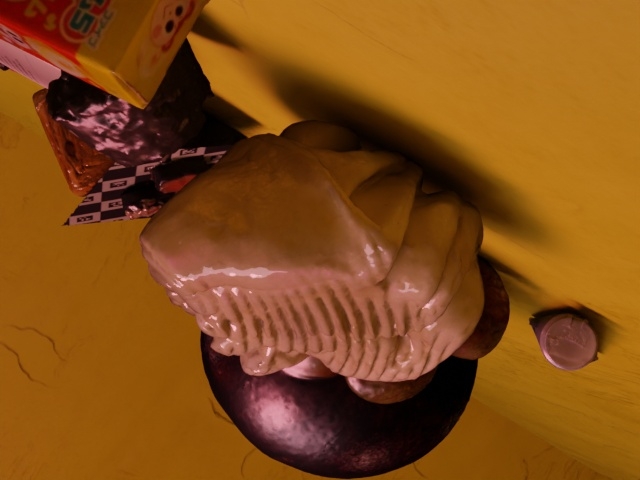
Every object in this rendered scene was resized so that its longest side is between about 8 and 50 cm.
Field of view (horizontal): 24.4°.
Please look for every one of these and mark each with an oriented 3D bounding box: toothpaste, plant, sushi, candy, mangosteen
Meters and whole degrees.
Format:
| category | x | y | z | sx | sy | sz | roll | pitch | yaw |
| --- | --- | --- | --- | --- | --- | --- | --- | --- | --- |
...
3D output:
| category | x | y | z | sx | sy | sz | roll | pitch | yaw |
| --- | --- | --- | --- | --- | --- | --- | --- | --- | --- |
| toothpaste | 0.330 | 0.135 | 1.988 | 0.114 | 0.073 | 0.299 | 29 | -179 | 8 |
| plant | -0.222 | -0.195 | 1.455 | 0.146 | 0.149 | 0.274 | -17 | 138 | 13 |
| sushi | -0.205 | -0.052 | 1.924 | 0.193 | 0.043 | 0.279 | -6 | 165 | -27 |
| candy | -0.235 | -0.237 | 1.272 | 0.276 | 0.146 | 0.088 | 29 | 173 | 20 |
| mangosteen | 0.047 | 0.114 | 1.976 | 0.382 | 0.382 | 0.435 | 30 | 134 | -4 |

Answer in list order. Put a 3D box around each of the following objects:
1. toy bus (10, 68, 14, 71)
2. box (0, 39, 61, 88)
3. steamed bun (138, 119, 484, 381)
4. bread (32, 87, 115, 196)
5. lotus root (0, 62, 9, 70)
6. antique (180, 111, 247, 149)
| category | x | y | z | sx | sy | sz | roll | pitch | yaw |
| --- | --- | --- | --- | --- | --- | --- | --- | --- | --- |
| toy bus | -0.464 | -0.291 | 2.104 | 0.174 | 0.079 | 0.077 | 25 | -179 | 35 |
| box | -0.276 | -0.217 | 1.727 | 0.252 | 0.106 | 0.203 | 28 | 174 | 3 |
| steamed bun | 0.000 | 0.000 | 1.599 | 0.352 | 0.247 | 0.339 | -9 | 150 | 12 |
| bread | -0.287 | -0.152 | 1.943 | 0.158 | 0.149 | 0.143 | 67 | 168 | 0 |
| lotus root | -0.480 | -0.300 | 1.926 | 0.214 | 0.138 | 0.138 | 39 | 175 | 13 |
| antique | -0.176 | -0.124 | 2.092 | 0.081 | 0.080 | 0.221 | 30 | 173 | -14 |
